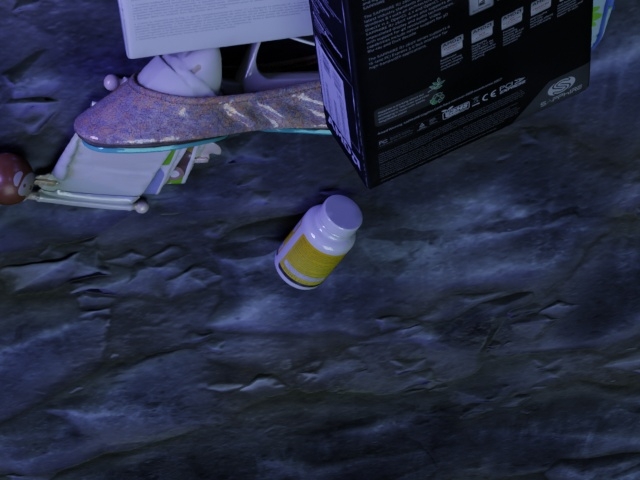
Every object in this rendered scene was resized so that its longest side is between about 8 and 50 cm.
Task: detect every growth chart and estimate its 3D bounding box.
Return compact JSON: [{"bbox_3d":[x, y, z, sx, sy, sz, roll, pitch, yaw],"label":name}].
[{"bbox_3d":[-0.188,-0.094,1.877,0.172,0.021,0.237,9,143,-31],"label":"growth chart"}]

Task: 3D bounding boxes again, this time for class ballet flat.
[{"bbox_3d":[-0.082,-0.152,1.756,0.316,0.107,0.106,-7,118,-21],"label":"ballet flat"}]

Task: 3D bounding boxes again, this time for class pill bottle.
[{"bbox_3d":[0.000,0.000,2.049,0.065,0.065,0.116,6,145,-27],"label":"pill bottle"}]

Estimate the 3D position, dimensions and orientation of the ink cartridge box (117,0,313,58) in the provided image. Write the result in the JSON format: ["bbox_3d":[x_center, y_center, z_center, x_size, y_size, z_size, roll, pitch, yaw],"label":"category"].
[{"bbox_3d":[-0.043,-0.253,1.598,0.275,0.060,0.239,-8,157,-6],"label":"ink cartridge box"}]

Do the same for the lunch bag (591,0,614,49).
[{"bbox_3d":[0.189,-0.251,1.679,0.176,0.090,0.219,-6,147,-7],"label":"lunch bag"}]

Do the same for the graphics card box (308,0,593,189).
[{"bbox_3d":[0.107,-0.219,1.495,0.233,0.094,0.371,-26,146,-10],"label":"graphics card box"}]

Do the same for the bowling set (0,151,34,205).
[{"bbox_3d":[-0.382,-0.012,1.815,0.200,0.154,0.287,-15,149,6],"label":"bowling set"}]
